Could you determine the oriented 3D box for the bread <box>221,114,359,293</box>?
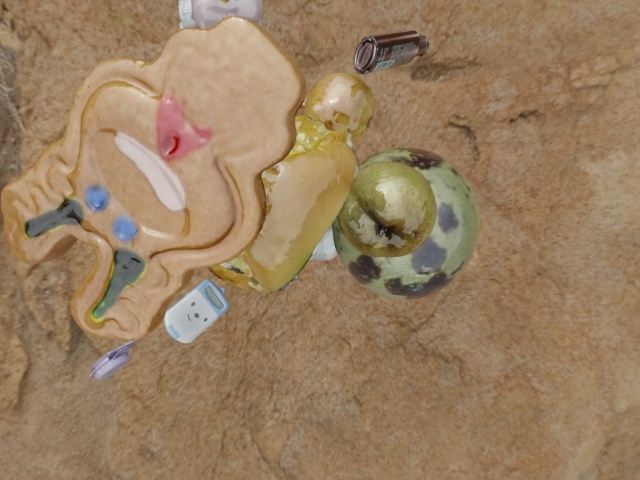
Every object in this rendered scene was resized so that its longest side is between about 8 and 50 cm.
[{"bbox_3d":[-0.075,-0.072,0.711,0.174,0.133,0.251,30,90,32],"label":"bread"}]

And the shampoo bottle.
[{"bbox_3d":[0.241,-0.626,1.792,0.084,0.129,0.323,43,46,20],"label":"shampoo bottle"}]

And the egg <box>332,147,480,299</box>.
[{"bbox_3d":[0.197,-0.028,1.307,0.345,0.428,0.344,0,65,0],"label":"egg"}]

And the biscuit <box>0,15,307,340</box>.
[{"bbox_3d":[-0.152,-0.050,0.481,0.334,0.047,0.202,-40,91,21],"label":"biscuit"}]

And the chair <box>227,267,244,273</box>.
[{"bbox_3d":[-0.115,-0.068,0.942,0.106,0.113,0.229,28,48,-26],"label":"chair"}]

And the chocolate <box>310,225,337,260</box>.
[{"bbox_3d":[-0.001,0.005,1.968,0.147,0.221,0.221,21,91,-25],"label":"chocolate"}]

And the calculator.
[{"bbox_3d":[-0.365,0.207,1.618,0.210,0.039,0.121,-41,109,-28],"label":"calculator"}]

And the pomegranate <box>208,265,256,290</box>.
[{"bbox_3d":[-0.177,-0.057,1.597,0.410,0.410,0.409,0,91,-1],"label":"pomegranate"}]

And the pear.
[{"bbox_3d":[0.106,-0.047,0.890,0.167,0.136,0.167,4,135,4],"label":"pear"}]

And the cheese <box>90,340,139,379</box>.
[{"bbox_3d":[-0.504,0.291,1.329,0.042,0.105,0.191,53,132,10],"label":"cheese"}]

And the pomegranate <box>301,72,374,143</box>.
[{"bbox_3d":[0.046,-0.450,1.871,0.271,0.229,0.252,19,79,11],"label":"pomegranate"}]

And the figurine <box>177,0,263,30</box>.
[{"bbox_3d":[-0.155,-0.349,0.827,0.112,0.229,0.137,-6,105,-38],"label":"figurine"}]
